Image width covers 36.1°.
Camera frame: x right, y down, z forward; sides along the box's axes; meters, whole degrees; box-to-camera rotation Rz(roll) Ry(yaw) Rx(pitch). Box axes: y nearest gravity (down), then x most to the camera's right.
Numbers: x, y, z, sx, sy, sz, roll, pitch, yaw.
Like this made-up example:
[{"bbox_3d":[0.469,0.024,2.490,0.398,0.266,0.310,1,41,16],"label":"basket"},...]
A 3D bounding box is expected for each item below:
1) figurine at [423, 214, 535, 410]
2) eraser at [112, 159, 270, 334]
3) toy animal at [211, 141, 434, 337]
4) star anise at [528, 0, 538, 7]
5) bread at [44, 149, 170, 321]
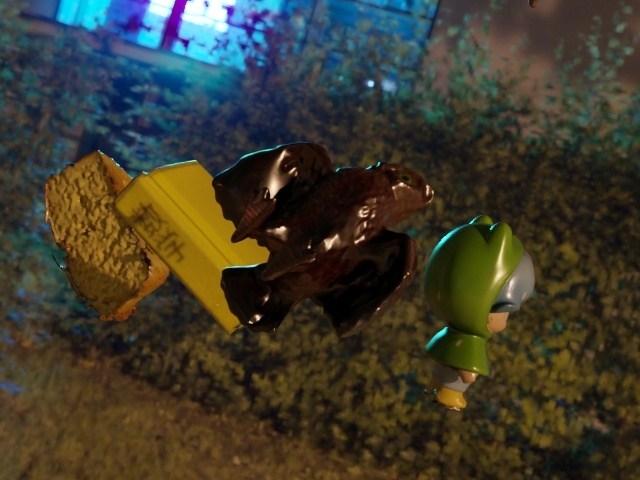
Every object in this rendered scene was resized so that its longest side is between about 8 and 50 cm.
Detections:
[{"bbox_3d":[0.203,0.097,1.340,0.143,0.263,0.162,15,6,-5],"label":"figurine"},{"bbox_3d":[-0.135,0.003,1.200,0.226,0.069,0.158,47,23,6],"label":"eraser"},{"bbox_3d":[0.007,-0.004,0.832,0.179,0.116,0.218,-17,44,-34],"label":"toy animal"},{"bbox_3d":[0.285,-0.400,1.308,0.208,0.171,0.063,16,10,-21],"label":"star anise"},{"bbox_3d":[-0.330,-0.003,1.585,0.260,0.160,0.147,59,20,19],"label":"bread"}]
